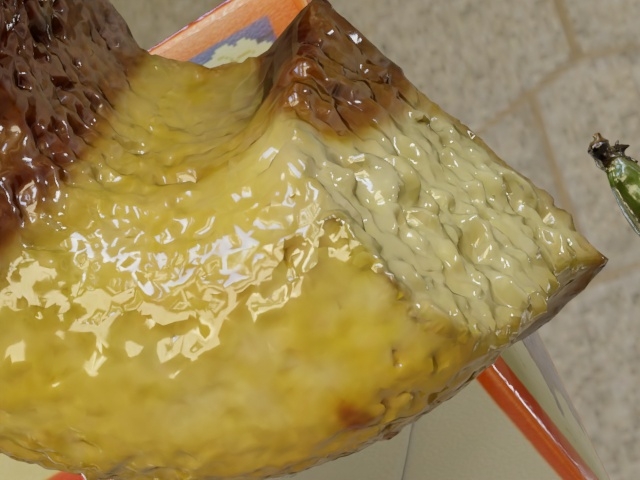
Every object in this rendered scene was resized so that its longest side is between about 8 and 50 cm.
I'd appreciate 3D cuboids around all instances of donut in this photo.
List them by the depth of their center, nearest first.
[{"bbox_3d":[-0.081,-0.024,0.488,0.295,0.112,0.151,41,-74,-8],"label":"donut"}]

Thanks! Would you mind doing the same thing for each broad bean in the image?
[{"bbox_3d":[0.302,0.032,1.397,0.043,0.297,0.060,-30,-25,-49],"label":"broad bean"}]

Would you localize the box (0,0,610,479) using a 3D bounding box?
[{"bbox_3d":[-0.059,0.098,1.063,0.348,0.257,0.318,-31,-42,11],"label":"box"}]
